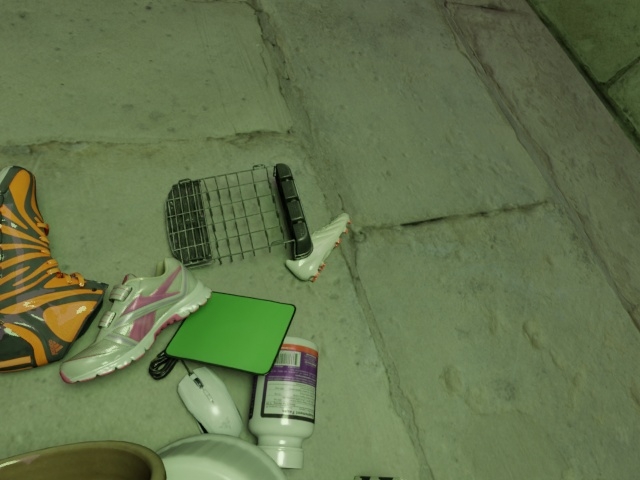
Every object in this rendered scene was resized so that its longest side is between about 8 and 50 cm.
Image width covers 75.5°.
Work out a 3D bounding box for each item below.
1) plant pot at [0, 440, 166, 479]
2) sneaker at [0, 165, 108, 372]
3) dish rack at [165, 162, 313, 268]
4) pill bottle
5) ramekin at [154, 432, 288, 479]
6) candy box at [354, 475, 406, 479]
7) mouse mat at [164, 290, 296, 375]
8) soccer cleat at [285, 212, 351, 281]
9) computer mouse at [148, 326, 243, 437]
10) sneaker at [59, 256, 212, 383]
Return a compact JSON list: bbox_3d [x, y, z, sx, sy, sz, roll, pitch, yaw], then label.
[{"bbox_3d":[-0.258,0.335,0.340,0.262,0.263,0.230,-4,88,-24],"label":"plant pot"},{"bbox_3d":[-0.436,0.040,0.661,0.180,0.124,0.321,4,72,-25],"label":"sneaker"},{"bbox_3d":[-0.164,-0.047,0.826,0.271,0.074,0.208,-12,65,-9],"label":"dish rack"},{"bbox_3d":[-0.061,0.267,0.685,0.108,0.108,0.194,13,59,-16],"label":"pill bottle"},{"bbox_3d":[-0.160,0.393,0.505,0.277,0.135,0.277,0,70,-1],"label":"ramekin"},{"bbox_3d":[0.068,0.473,0.593,0.071,0.159,0.233,33,56,-4],"label":"candy box"},{"bbox_3d":[-0.149,0.151,0.703,0.189,0.007,0.153,8,40,13],"label":"mouse mat"},{"bbox_3d":[0.000,0.000,0.887,0.076,0.068,0.196,34,58,2],"label":"soccer cleat"},{"bbox_3d":[-0.192,0.246,0.681,0.106,0.042,0.193,-33,78,-34],"label":"computer mouse"},{"bbox_3d":[-0.301,0.117,0.659,0.252,0.103,0.111,-44,106,-42],"label":"sneaker"}]
